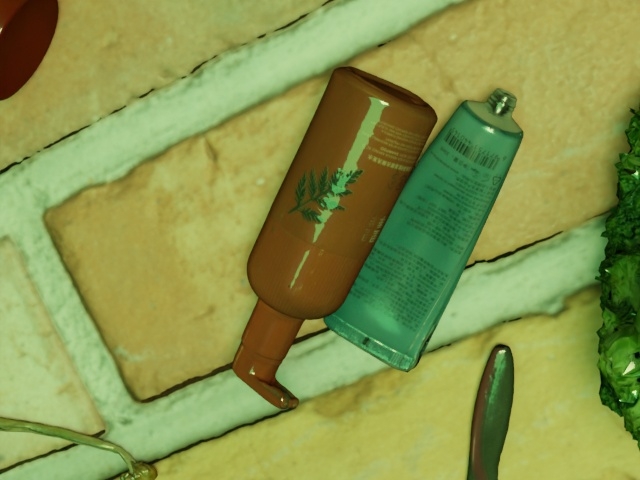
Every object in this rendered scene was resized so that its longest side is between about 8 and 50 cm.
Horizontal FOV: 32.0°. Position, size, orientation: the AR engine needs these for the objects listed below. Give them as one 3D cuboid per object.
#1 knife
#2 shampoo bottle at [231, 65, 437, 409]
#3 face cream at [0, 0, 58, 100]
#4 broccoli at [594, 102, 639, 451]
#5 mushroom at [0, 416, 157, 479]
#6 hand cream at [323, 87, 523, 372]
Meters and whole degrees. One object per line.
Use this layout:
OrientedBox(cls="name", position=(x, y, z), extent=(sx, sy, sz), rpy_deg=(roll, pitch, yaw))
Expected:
OrientedBox(cls="knife", position=(0.127, 0.196, 0.857), extent=(0.035, 0.018, 0.247), rpy_deg=(6, 106, 7))
OrientedBox(cls="shampoo bottle", position=(-0.001, -0.001, 0.807), extent=(0.085, 0.085, 0.244), rpy_deg=(25, 105, 6))
OrientedBox(cls="face cream", position=(-0.309, -0.194, 0.825), extent=(0.214, 0.096, 0.096), rpy_deg=(29, 106, 4))
OrientedBox(cls="broccoli", position=(0.289, 0.022, 0.644), extent=(0.307, 0.275, 0.308), rpy_deg=(-5, 78, 25))
OrientedBox(cls="mushroom", position=(-0.269, 0.157, 0.931), extent=(0.286, 0.028, 0.026), rpy_deg=(15, 147, 9))
OrientedBox(cls="hand cream", position=(0.083, -0.009, 0.813), extent=(0.083, 0.048, 0.224), rpy_deg=(31, 112, 5))
